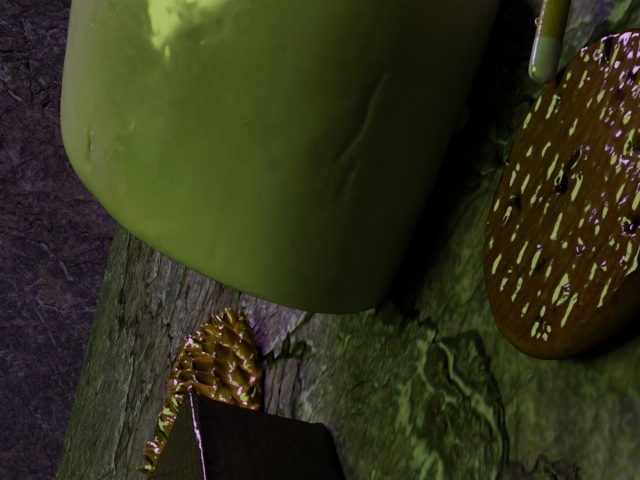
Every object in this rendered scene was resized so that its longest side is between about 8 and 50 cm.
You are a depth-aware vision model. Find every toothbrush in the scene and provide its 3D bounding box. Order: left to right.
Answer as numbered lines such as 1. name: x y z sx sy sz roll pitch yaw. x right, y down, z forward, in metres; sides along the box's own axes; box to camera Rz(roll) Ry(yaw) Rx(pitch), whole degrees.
1. toothbrush: 0.182 -0.227 0.714 0.024 0.021 0.288 117 171 -64

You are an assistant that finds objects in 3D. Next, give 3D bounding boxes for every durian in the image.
1. durian: -0.148 0.222 1.196 0.191 0.112 0.341 132 152 -58

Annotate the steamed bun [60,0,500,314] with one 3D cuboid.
1. steamed bun: -0.082 -0.169 0.916 0.456 0.290 0.371 44 120 44

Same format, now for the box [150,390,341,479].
1. box: -0.069 0.284 0.846 0.273 0.143 0.184 -114 45 -64

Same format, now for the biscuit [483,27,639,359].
1. biscuit: 0.164 -0.027 0.606 0.212 0.036 0.212 -163 90 -73
